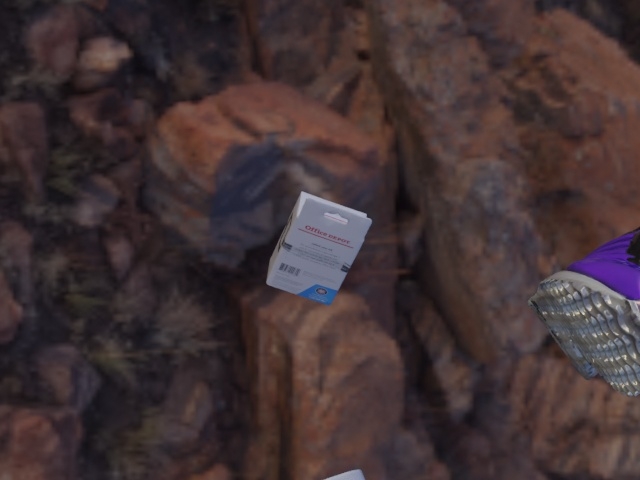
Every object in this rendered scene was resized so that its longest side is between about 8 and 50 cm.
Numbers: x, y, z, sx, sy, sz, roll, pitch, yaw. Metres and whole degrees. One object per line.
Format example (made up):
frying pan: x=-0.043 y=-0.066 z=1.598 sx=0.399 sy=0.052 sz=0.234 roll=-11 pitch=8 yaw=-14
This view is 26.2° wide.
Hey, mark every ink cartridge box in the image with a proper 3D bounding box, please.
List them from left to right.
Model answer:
ink cartridge box: x=0.000 y=0.000 z=0.918 sx=0.028 sy=0.048 sz=0.083 roll=-81 pitch=-166 yaw=-49

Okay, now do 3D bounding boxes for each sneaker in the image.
sneaker: x=0.249 y=0.032 z=1.049 sx=0.102 sy=0.146 sz=0.293 roll=55 pitch=-1 yaw=1

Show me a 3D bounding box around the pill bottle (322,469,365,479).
pill bottle: x=0.032 y=0.318 z=1.229 sx=0.117 sy=0.117 sz=0.208 roll=9 pitch=57 yaw=-64
